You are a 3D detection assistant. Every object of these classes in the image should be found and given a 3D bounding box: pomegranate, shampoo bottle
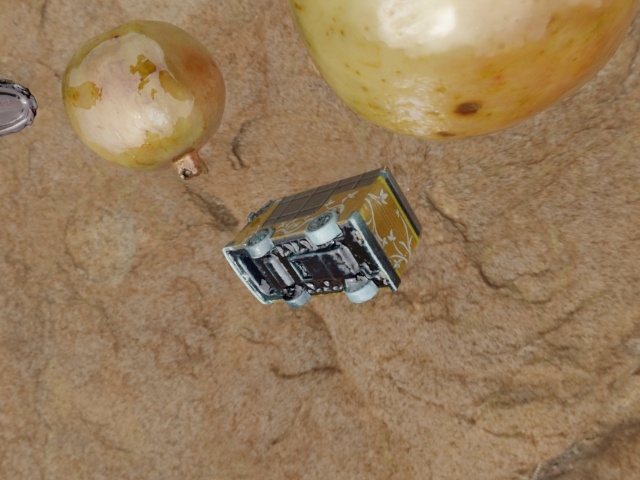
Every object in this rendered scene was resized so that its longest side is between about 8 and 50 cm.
[{"bbox_3d":[-0.277,-0.219,0.905,0.252,0.229,0.270,-22,104,22],"label":"pomegranate"},{"bbox_3d":[0.109,-0.295,0.550,0.410,0.410,0.409,1,95,9],"label":"pomegranate"},{"bbox_3d":[-0.549,-0.230,0.870,0.323,0.129,0.084,27,131,47],"label":"shampoo bottle"}]

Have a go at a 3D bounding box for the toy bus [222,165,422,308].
[{"bbox_3d":[0.000,0.000,0.831,0.275,0.167,0.138,-13,121,41],"label":"toy bus"}]
